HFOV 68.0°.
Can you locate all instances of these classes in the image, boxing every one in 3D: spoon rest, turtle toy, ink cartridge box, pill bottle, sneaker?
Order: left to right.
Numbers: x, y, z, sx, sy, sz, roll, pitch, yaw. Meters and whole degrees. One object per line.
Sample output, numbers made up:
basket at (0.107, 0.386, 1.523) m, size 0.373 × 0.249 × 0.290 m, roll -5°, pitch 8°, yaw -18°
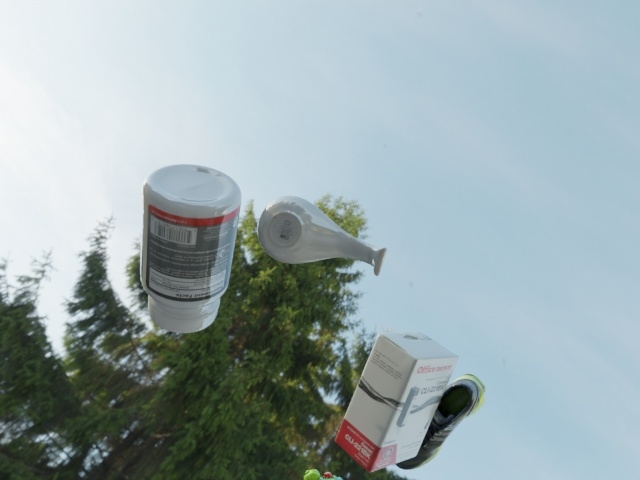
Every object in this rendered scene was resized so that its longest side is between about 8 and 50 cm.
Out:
pill bottle at (-0.308, 0.026, 1.104) m, size 0.210 × 0.210 × 0.363 m, roll 24°, pitch -57°, yaw 14°
spoon rest at (0.000, 0.000, 0.939) m, size 0.276 × 0.084 × 0.137 m, roll 19°, pitch -84°, yaw 17°
turtle toy at (0.011, 0.648, 1.249) m, size 0.130 × 0.066 × 0.095 m, roll 38°, pitch -75°, yaw -25°
ink cartridge box at (0.176, 0.354, 1.072) m, size 0.114 × 0.197 × 0.273 m, roll 27°, pitch -80°, yaw 42°
sneaker at (0.283, 0.449, 1.183) m, size 0.300 × 0.121 × 0.111 m, roll -50°, pitch -122°, yaw 2°
